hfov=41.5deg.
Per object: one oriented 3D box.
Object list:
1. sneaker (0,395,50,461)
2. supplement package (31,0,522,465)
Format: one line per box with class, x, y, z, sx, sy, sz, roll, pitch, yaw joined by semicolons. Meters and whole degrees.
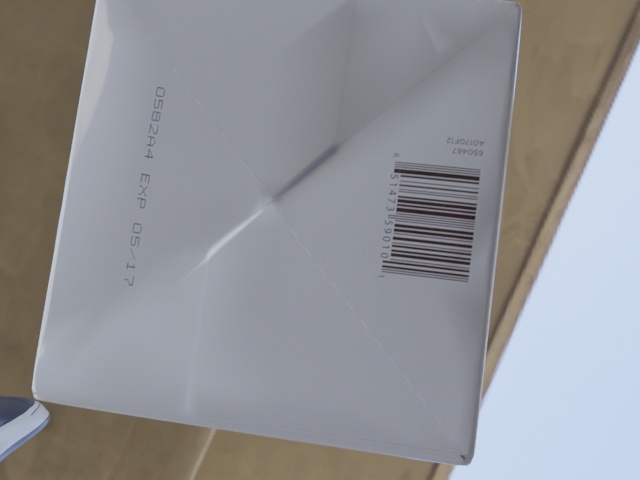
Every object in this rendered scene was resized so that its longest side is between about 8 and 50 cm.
sneaker;-0.294;0.109;0.625;0.086;0.226;0.163;-40;-89;-4
supplement package;0.000;0.000;0.488;0.197;0.262;0.200;7;-96;10
